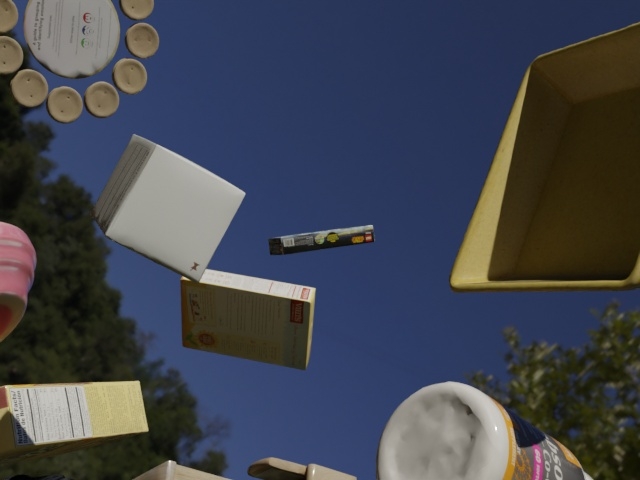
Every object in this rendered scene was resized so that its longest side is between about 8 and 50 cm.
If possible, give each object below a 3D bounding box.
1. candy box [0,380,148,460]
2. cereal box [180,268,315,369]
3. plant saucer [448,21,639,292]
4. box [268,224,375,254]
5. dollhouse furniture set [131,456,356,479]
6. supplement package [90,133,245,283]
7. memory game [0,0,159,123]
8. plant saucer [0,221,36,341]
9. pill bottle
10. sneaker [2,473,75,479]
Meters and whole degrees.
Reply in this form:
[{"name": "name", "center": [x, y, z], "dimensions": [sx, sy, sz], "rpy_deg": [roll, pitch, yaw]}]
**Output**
[{"name": "candy box", "center": [-0.405, 0.258, 1.463], "dimensions": [0.182, 0.316, 0.088], "rpy_deg": [-17, -102, 20]}, {"name": "cereal box", "center": [-0.133, 0.142, 1.893], "dimensions": [0.240, 0.047, 0.173], "rpy_deg": [10, -52, 6]}, {"name": "plant saucer", "center": [0.313, -0.079, 1.183], "dimensions": [0.081, 0.333, 0.332], "rpy_deg": [27, -14, -22]}, {"name": "box", "center": [0.000, 0.000, 1.508], "dimensions": [0.094, 0.137, 0.027], "rpy_deg": [178, -96, -77]}, {"name": "dollhouse furniture set", "center": [-0.123, 0.435, 1.244], "dimensions": [0.198, 0.303, 0.286], "rpy_deg": [21, -34, -26]}, {"name": "supplement package", "center": [-0.163, -0.038, 1.084], "dimensions": [0.105, 0.105, 0.179], "rpy_deg": [29, 0, -20]}, {"name": "memory game", "center": [-0.245, -0.207, 1.027], "dimensions": [0.012, 0.186, 0.186], "rpy_deg": [13, -52, 55]}, {"name": "plant saucer", "center": [-0.493, 0.102, 1.278], "dimensions": [0.084, 0.332, 0.332], "rpy_deg": [56, -33, 13]}, {"name": "pill bottle", "center": [0.200, 0.276, 1.170], "dimensions": [0.162, 0.162, 0.278], "rpy_deg": [10, -18, 46]}, {"name": "sneaker", "center": [-0.296, 0.294, 1.119], "dimensions": [0.084, 0.097, 0.234], "rpy_deg": [67, -11, -5]}]
